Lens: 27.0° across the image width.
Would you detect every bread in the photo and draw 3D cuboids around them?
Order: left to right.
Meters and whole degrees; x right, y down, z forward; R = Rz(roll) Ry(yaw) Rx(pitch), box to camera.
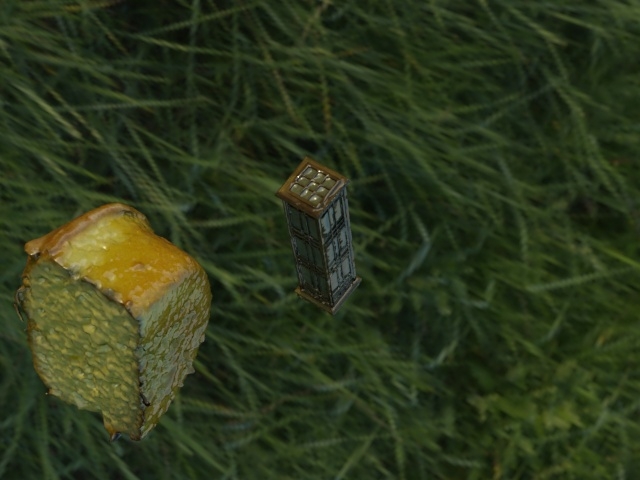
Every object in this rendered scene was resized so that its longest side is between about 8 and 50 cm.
[{"bbox_3d":[-0.172,0.065,1.181,0.139,0.143,0.229,-44,158,-34],"label":"bread"}]

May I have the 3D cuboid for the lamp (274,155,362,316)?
[{"bbox_3d":[0.000,0.000,2.174,0.089,0.090,0.325,-51,156,-23],"label":"lamp"}]
